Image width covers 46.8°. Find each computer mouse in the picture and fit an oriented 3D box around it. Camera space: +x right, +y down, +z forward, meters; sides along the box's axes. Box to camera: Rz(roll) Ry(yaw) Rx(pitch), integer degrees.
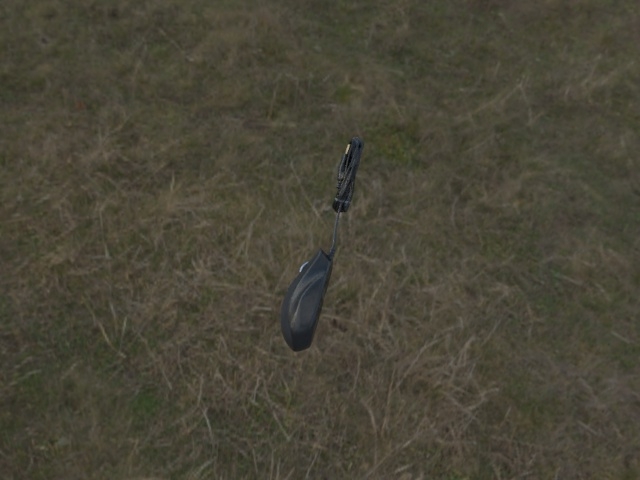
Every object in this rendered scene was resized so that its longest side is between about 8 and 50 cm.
[{"bbox_3d":[0.000,0.000,0.793,0.041,0.071,0.242,15,77,5],"label":"computer mouse"}]
